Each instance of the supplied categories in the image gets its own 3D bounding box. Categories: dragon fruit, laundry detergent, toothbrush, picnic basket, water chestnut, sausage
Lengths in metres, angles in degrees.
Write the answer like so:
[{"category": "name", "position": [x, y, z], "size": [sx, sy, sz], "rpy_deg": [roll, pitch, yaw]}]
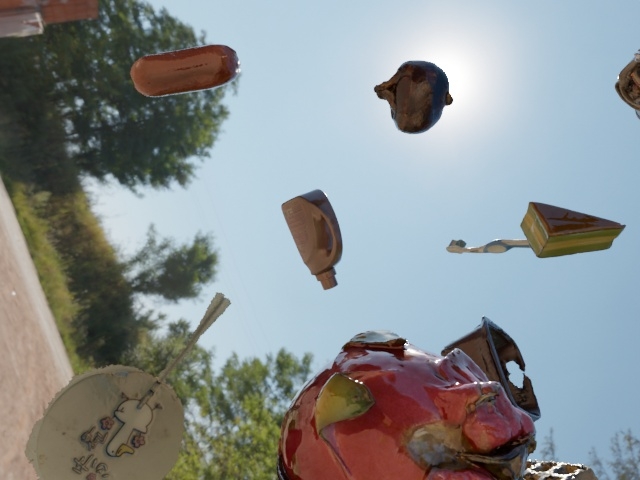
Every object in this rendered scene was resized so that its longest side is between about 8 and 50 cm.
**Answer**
[{"category": "dragon fruit", "position": [0.100, 0.250, 0.569], "size": [0.305, 0.306, 0.226], "rpy_deg": [63, -13, 8]}, {"category": "laundry detergent", "position": [0.000, 0.000, 1.173], "size": [0.171, 0.076, 0.236], "rpy_deg": [-18, -86, 61]}, {"category": "toothbrush", "position": [0.412, 0.016, 1.135], "size": [0.386, 0.040, 0.040], "rpy_deg": [-2, -71, 68]}, {"category": "picnic basket", "position": [0.378, 0.307, 1.123], "size": [0.129, 0.297, 0.222], "rpy_deg": [-23, -123, 25]}, {"category": "water chestnut", "position": [0.284, -0.445, 1.553], "size": [0.224, 0.239, 0.223], "rpy_deg": [-179, -90, -87]}, {"category": "sausage", "position": [-0.238, -0.298, 0.875], "size": [0.077, 0.194, 0.077], "rpy_deg": [-10, 90, -90]}]

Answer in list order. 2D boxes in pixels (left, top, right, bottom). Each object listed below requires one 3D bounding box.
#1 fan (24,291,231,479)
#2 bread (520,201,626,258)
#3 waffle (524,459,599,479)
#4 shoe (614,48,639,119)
[{"category": "fan", "position": [-0.290, 0.260, 0.844], "size": [0.233, 0.414, 0.012], "rpy_deg": [45, -18, -17]}, {"category": "bread", "position": [0.445, -0.026, 0.883], "size": [0.074, 0.140, 0.084], "rpy_deg": [86, -4, -50]}, {"category": "waffle", "position": [0.369, 0.577, 1.015], "size": [0.261, 0.377, 0.113], "rpy_deg": [-39, -112, 58]}, {"category": "shoe", "position": [0.504, -0.233, 0.748], "size": [0.180, 0.092, 0.089], "rpy_deg": [63, 10, -59]}]
